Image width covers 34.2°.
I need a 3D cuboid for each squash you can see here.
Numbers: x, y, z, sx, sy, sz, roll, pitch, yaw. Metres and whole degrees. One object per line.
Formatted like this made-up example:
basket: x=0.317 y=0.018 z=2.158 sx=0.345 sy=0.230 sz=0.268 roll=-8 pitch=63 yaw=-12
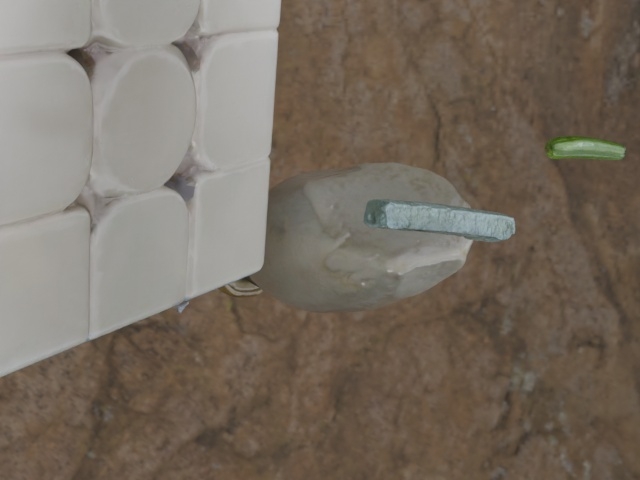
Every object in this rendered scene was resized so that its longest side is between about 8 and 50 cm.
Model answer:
squash: x=0.276 y=-0.096 z=1.086 sx=0.089 sy=0.027 sz=0.027 roll=1 pitch=99 yaw=-13

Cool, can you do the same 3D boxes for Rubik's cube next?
Rubik's cube: x=-0.225 y=-0.111 z=0.719 sx=0.292 sy=0.290 sz=0.291 roll=-25 pitch=125 yaw=-53

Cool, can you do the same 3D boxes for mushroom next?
mushroom: x=0.000 y=0.000 z=0.903 sx=0.128 sy=0.350 sz=0.128 roll=1 pitch=88 yaw=-29

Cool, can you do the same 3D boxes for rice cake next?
rice cake: x=0.077 y=-0.012 z=0.652 sx=0.121 sy=0.022 sz=0.021 roll=4 pitch=96 yaw=-41
